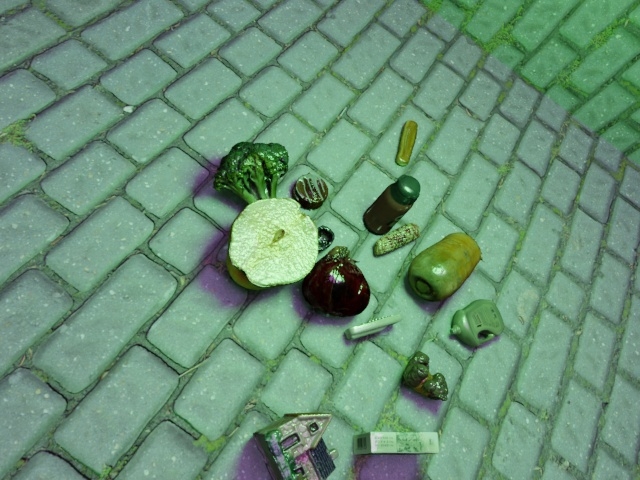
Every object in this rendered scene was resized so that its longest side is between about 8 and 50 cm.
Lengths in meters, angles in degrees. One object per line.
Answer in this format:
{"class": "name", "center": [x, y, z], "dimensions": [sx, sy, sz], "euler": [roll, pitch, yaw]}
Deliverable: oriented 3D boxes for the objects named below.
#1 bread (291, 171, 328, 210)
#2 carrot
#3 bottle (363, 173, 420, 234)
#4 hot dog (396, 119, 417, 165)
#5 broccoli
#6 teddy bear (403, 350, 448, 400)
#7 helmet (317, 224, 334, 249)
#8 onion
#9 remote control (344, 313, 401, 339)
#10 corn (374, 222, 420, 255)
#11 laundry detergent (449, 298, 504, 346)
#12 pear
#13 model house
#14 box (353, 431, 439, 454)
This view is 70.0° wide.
{"class": "bread", "center": [-0.046, -0.215, 2.000], "dimensions": [0.160, 0.073, 0.161], "euler": [8, 63, -16]}
{"class": "carrot", "center": [0.532, 0.111, 1.967], "dimensions": [0.340, 0.224, 0.224], "euler": [-36, 81, -32]}
{"class": "bottle", "center": [0.305, -0.155, 1.945], "dimensions": [0.143, 0.336, 0.144], "euler": [8, 63, -15]}
{"class": "hot dog", "center": [0.435, -0.493, 2.318], "dimensions": [0.087, 0.061, 0.286], "euler": [25, 61, -3]}
{"class": "broccoli", "center": [-0.270, -0.261, 1.846], "dimensions": [0.321, 0.304, 0.284], "euler": [-18, 96, -2]}
{"class": "teddy bear", "center": [0.411, 0.543, 1.770], "dimensions": [0.190, 0.177, 0.140], "euler": [35, 104, -1]}
{"class": "helmet", "center": [0.000, 0.000, 1.913], "dimensions": [0.123, 0.070, 0.098], "euler": [-38, 76, -24]}
{"class": "onion", "center": [0.071, 0.183, 1.767], "dimensions": [0.280, 0.221, 0.281], "euler": [2, 82, -14]}
{"class": "remote control", "center": [0.210, 0.343, 1.812], "dimensions": [0.230, 0.090, 0.049], "euler": [-12, 71, -23]}
{"class": "corn", "center": [0.336, -0.006, 2.032], "dimensions": [0.253, 0.086, 0.086], "euler": [-24, 75, -25]}
{"class": "laundry detergent", "center": [0.661, 0.360, 1.969], "dimensions": [0.253, 0.091, 0.181], "euler": [-15, 77, -26]}
{"class": "pear", "center": [-0.198, 0.033, 1.754], "dimensions": [0.340, 0.191, 0.386], "euler": [47, 58, -1]}
{"class": "model house", "center": [-0.057, 0.674, 1.486], "dimensions": [0.237, 0.202, 0.237], "euler": [-23, 75, -27]}
{"class": "box", "center": [0.262, 0.713, 1.606], "dimensions": [0.256, 0.164, 0.069], "euler": [8, 62, -17]}
